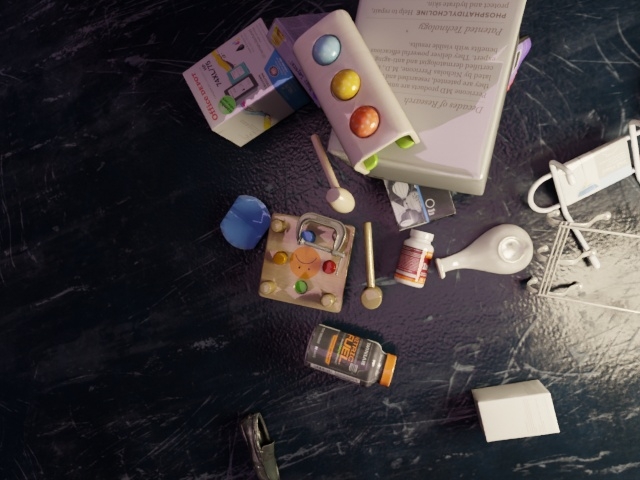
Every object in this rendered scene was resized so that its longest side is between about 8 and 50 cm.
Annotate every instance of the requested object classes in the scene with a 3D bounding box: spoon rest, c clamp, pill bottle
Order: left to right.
[{"bbox_3d":[0.000,0.000,1.115,0.160,0.022,0.137,24,93,11],"label":"c clamp"},{"bbox_3d":[0.088,0.334,1.170,0.245,0.130,0.131,15,93,11],"label":"pill bottle"},{"bbox_3d":[0.266,0.049,1.152,0.086,0.086,0.152,15,94,12],"label":"pill bottle"},{"bbox_3d":[0.445,0.040,1.128,0.276,0.084,0.137,-14,88,-1],"label":"spoon rest"}]

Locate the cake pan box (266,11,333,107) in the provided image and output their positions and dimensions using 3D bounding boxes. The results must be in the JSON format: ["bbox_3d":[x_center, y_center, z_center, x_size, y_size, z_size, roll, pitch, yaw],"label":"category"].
[{"bbox_3d":[0.022,-0.502,1.124,0.246,0.266,0.070,54,139,0],"label":"cake pan box"}]

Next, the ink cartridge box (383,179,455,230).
[{"bbox_3d":[0.254,-0.207,1.168,0.165,0.065,0.333,-18,85,12],"label":"ink cartridge box"}]

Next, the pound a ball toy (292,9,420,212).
[{"bbox_3d":[0.039,-0.238,0.782,0.208,0.135,0.319,-29,78,19],"label":"pound a ball toy"}]

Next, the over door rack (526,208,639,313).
[{"bbox_3d":[0.695,0.064,0.983,0.324,0.108,0.240,17,130,29],"label":"over door rack"}]

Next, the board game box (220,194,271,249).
[{"bbox_3d":[-0.228,-0.056,1.289,0.133,0.033,0.169,37,103,5],"label":"board game box"}]

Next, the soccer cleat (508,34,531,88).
[{"bbox_3d":[0.450,-0.398,1.105,0.116,0.108,0.318,46,103,6],"label":"soccer cleat"}]

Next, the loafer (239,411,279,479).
[{"bbox_3d":[-0.175,0.637,1.254,0.078,0.076,0.223,-28,81,19],"label":"loafer"}]

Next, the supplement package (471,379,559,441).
[{"bbox_3d":[0.510,0.449,1.090,0.179,0.105,0.105,-13,88,12],"label":"supplement package"}]

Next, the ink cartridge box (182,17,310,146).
[{"bbox_3d":[-0.207,-0.444,1.197,0.270,0.197,0.198,-30,84,11],"label":"ink cartridge box"}]

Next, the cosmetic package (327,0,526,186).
[{"bbox_3d":[0.252,-0.337,0.947,0.327,0.329,0.394,14,95,21],"label":"cosmetic package"}]

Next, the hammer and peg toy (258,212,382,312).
[{"bbox_3d":[0.011,0.065,1.188,0.361,0.127,0.266,9,90,12],"label":"hammer and peg toy"}]

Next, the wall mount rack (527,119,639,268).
[{"bbox_3d":[0.732,-0.115,1.037,0.349,0.130,0.304,-28,117,12],"label":"wall mount rack"}]
